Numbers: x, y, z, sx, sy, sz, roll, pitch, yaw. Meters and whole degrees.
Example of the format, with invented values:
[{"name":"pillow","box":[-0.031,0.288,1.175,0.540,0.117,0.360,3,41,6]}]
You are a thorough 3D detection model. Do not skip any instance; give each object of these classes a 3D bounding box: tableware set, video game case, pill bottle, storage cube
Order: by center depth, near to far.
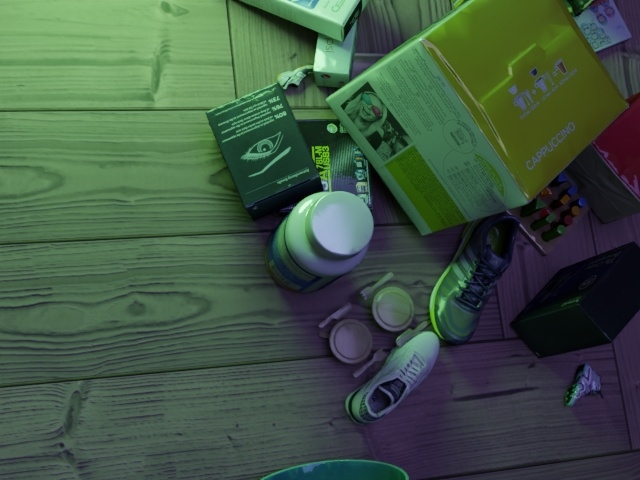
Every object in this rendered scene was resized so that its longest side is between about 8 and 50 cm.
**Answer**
[{"name":"pill bottle","box":[0.000,0.000,1.611,0.152,0.272,0.152,4,75,-16]},{"name":"tableware set","box":[0.095,0.164,1.724,0.194,0.039,0.128,-34,87,-21]},{"name":"storage cube","box":[0.641,-0.173,1.882,0.193,0.215,0.184,-41,91,-15]},{"name":"video game case","box":[0.619,-0.501,2.054,0.157,0.019,0.143,-24,85,-21]}]

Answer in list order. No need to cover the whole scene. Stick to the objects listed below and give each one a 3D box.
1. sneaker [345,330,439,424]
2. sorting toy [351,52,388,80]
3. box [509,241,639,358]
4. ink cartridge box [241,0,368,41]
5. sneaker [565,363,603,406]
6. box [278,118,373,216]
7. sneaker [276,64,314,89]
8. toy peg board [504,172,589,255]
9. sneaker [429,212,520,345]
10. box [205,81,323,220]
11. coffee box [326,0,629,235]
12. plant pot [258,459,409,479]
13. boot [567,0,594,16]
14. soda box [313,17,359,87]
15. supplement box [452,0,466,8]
[{"name":"sneaker","box":[0.152,0.258,1.689,0.090,0.095,0.235,46,67,0]},{"name":"sorting toy","box":[0.156,-0.288,1.853,0.193,0.038,0.208,-2,77,-17]},{"name":"box","box":[0.511,0.120,1.739,0.103,0.261,0.184,46,69,-2]},{"name":"ink cartridge box","box":[-0.077,-0.542,1.799,0.371,0.069,0.176,26,70,12]},{"name":"sneaker","box":[0.543,0.306,1.821,0.069,0.038,0.098,34,70,-5]},{"name":"box","box":[0.004,-0.143,1.757,0.184,0.045,0.191,-1,77,-9]},{"name":"sneaker","box":[-0.047,-0.328,1.811,0.083,0.032,0.037,-22,96,-14]},{"name":"toy peg board","box":[0.480,-0.084,1.878,0.160,0.079,0.161,-43,92,-21]},{"name":"sneaker","box":[0.306,0.065,1.766,0.111,0.121,0.300,25,71,-9]},{"name":"box","box":[-0.103,-0.165,1.677,0.153,0.108,0.207,-22,77,-1]},{"name":"coffee box","box":[0.292,-0.257,1.685,0.337,0.334,0.338,-40,100,-28]},{"name":"plant pot","box":[0.024,0.533,1.506,0.271,0.271,0.255,-6,93,-18]},{"name":"boot","box":[0.495,-0.619,1.923,0.284,0.138,0.377,51,35,1]},{"name":"soda box","box":[0.037,-0.422,1.825,0.074,0.069,0.216,6,74,6]},{"name":"supplement box","box":[0.314,-0.551,1.957,0.043,0.055,0.083,-6,79,-19]}]
